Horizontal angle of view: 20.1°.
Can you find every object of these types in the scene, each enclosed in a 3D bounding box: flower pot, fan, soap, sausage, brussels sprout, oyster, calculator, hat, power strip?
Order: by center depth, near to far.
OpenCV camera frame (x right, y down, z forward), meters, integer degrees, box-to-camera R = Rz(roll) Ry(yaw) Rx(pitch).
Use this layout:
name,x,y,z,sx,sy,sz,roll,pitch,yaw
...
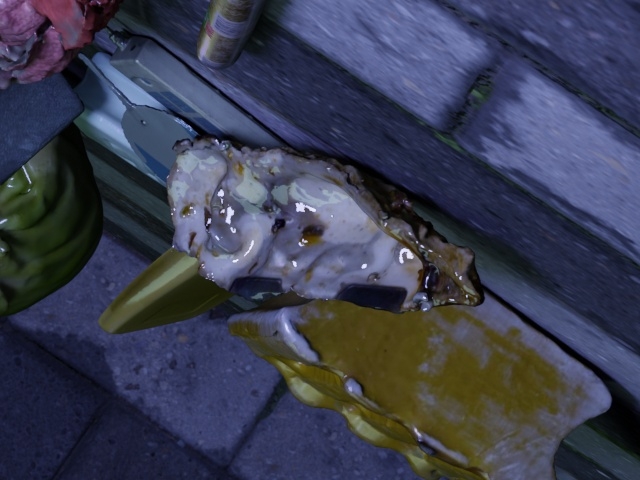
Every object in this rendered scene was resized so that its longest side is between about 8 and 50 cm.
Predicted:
name,x,y,z,sx,sy,sz,roll,pitch,yaw
sausage,-0.055,-0.140,1.120,0.033,0.033,0.269,34,172,-3
hat,-0.239,-0.194,1.249,0.286,0.107,0.236,23,151,40
oyster,0.000,-0.003,1.395,0.345,0.128,0.078,15,-168,42
power strip,-0.093,-0.105,1.489,0.227,0.029,0.080,38,172,-21
flower pot,-0.300,-0.164,1.509,0.103,0.108,0.229,31,155,42
fan,-0.144,-0.095,1.528,0.175,0.005,0.113,47,152,-17
calculator,-0.100,0.029,1.614,0.157,0.236,0.033,-12,-109,-45
soap,-0.128,-0.083,1.637,0.198,0.066,0.119,32,174,12
soap,0.078,0.113,1.665,0.293,0.156,0.335,37,172,-5
brussels sprout,-0.438,-0.081,1.880,0.425,0.342,0.361,44,166,5
